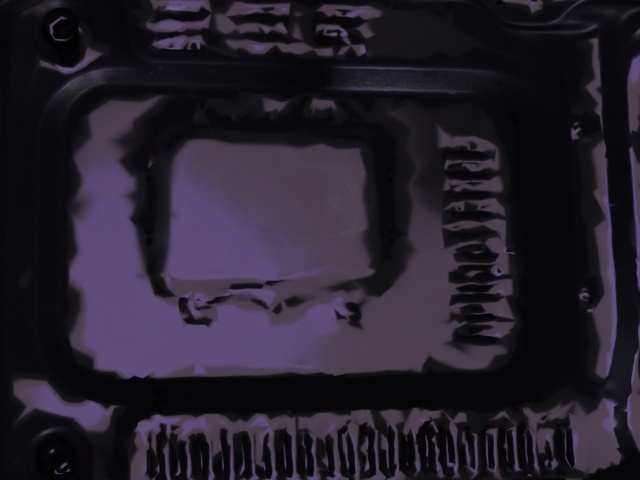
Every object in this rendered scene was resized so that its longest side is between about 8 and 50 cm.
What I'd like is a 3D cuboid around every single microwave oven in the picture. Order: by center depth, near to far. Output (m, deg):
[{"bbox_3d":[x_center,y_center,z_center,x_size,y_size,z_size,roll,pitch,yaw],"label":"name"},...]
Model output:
[{"bbox_3d":[0.000,0.000,0.510,0.355,0.218,0.286,1,80,-9],"label":"microwave oven"}]
